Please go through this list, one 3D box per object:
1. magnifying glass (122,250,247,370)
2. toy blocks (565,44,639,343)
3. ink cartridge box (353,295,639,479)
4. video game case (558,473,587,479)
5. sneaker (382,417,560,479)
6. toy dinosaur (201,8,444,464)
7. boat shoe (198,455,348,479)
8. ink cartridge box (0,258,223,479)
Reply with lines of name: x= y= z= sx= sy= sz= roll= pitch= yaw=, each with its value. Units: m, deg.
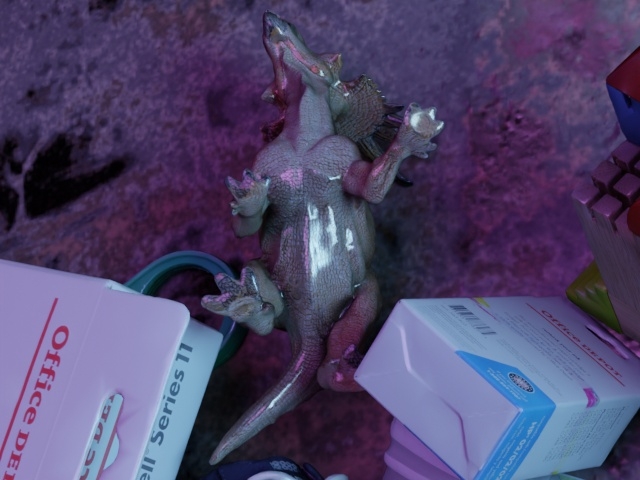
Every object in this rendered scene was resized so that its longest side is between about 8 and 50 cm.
magnifying glass: x=-0.156 y=0.066 z=1.266 sx=0.231 sy=0.026 sz=0.092 roll=-13 pitch=68 yaw=24
toy blocks: x=0.263 y=0.012 z=0.893 sx=0.191 sy=0.261 sz=0.381 roll=-44 pitch=48 yaw=-12
ink cartridge box: x=0.120 y=0.086 z=1.039 sx=0.104 sy=0.181 sz=0.062 roll=43 pitch=115 yaw=31
video game case: x=0.156 y=0.191 z=1.070 sx=0.122 sy=0.011 sz=0.087 roll=14 pitch=81 yaw=30
sneaker: x=0.131 y=0.202 z=1.010 sx=0.281 sy=0.105 sz=0.115 roll=32 pitch=110 yaw=54
toy dinosaur: x=0.000 y=0.000 z=1.131 sx=0.127 sy=0.200 sz=0.296 roll=9 pitch=92 yaw=1
boat shoe: x=-0.007 y=0.191 z=1.026 sx=0.340 sy=0.127 sz=0.158 roll=-32 pitch=54 yaw=49
ink cartridge box: x=-0.201 y=0.124 z=1.154 sx=0.353 sy=0.119 sz=0.207 roll=9 pitch=77 yaw=42
